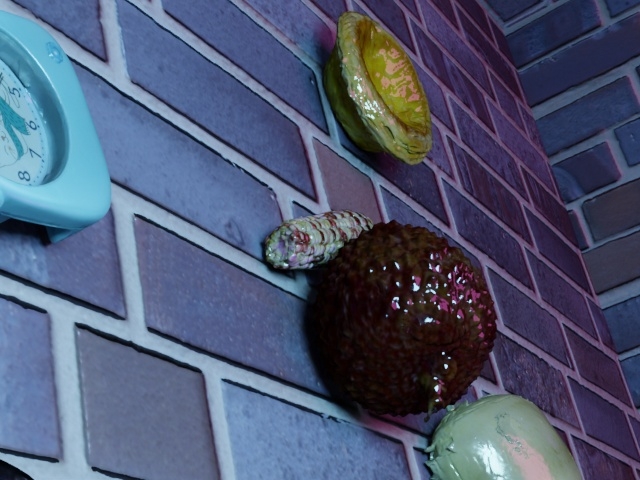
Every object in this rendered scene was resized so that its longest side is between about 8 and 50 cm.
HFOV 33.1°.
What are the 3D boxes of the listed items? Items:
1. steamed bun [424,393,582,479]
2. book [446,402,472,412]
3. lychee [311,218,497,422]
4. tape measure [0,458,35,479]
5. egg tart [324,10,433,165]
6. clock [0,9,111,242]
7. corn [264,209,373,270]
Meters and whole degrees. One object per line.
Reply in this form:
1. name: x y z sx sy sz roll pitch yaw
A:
1. steamed bun: 0.305 0.356 1.732 0.273 0.166 0.232 -3 67 -54
2. book: 0.311 0.419 1.894 0.214 0.025 0.283 13 53 -59
3. lychee: 0.119 0.117 1.496 0.264 0.264 0.300 39 22 -46
4. tape measure: -0.255 0.242 0.771 0.182 0.107 0.181 48 25 -33
5. egg tart: 0.093 -0.271 2.011 0.319 0.128 0.319 44 31 -35
6. clock: -0.325 -0.113 1.008 0.274 0.094 0.224 6 60 -61
7. corn: 0.000 0.000 1.591 0.280 0.092 0.092 -4 70 -63
